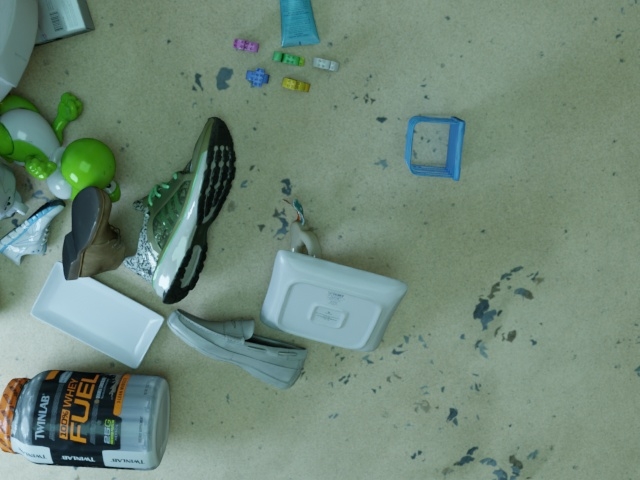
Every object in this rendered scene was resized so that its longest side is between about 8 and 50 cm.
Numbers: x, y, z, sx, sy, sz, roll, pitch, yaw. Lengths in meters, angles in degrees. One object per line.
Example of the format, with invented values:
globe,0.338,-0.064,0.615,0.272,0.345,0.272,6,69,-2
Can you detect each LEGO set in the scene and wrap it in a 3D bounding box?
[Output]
LEGO set,-0.078,-0.352,1.686,0.227,0.093,0.087,12,102,-2

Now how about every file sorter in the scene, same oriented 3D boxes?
file sorter,0.232,-0.195,1.680,0.104,0.170,0.118,4,102,2

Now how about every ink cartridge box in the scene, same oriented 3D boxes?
ink cartridge box,-0.573,-0.472,1.672,0.175,0.072,0.127,-14,102,3

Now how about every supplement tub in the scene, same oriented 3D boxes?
supplement tub,-0.511,0.391,1.785,0.338,0.207,0.207,3,102,-1

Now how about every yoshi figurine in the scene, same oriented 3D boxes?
yoshi figurine,-0.557,-0.204,1.672,0.362,0.203,0.203,37,93,-10

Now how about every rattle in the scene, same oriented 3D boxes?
rattle,0.000,0.000,1.775,0.143,0.130,0.199,-7,75,-10

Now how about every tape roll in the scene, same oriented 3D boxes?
tape roll,-0.728,-0.400,1.589,0.392,0.072,0.392,-6,74,20

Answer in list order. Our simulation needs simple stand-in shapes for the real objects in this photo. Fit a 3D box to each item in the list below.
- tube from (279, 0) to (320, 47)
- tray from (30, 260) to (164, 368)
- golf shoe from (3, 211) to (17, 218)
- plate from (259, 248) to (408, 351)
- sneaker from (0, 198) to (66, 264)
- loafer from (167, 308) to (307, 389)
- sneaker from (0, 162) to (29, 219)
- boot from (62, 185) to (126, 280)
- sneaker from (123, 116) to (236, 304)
tube,-0.054,-0.506,1.680,0.080,0.052,0.207,-6,107,6
tray,-0.498,0.166,1.828,0.270,0.030,0.145,29,100,-6
golf shoe,-0.708,-0.134,1.756,0.086,0.067,0.186,-25,97,-27
plate,0.018,0.146,1.734,0.277,0.045,0.278,16,141,-3
sneaker,-0.615,-0.017,1.777,0.191,0.071,0.083,-36,106,16
loafer,-0.182,0.219,1.804,0.319,0.112,0.111,26,96,-13
sneaker,-0.760,-0.130,1.618,0.366,0.210,0.137,24,91,17
boot,-0.457,-0.017,1.688,0.115,0.305,0.112,-2,62,-27
sneaker,-0.316,-0.078,1.730,0.182,0.158,0.410,22,96,13
